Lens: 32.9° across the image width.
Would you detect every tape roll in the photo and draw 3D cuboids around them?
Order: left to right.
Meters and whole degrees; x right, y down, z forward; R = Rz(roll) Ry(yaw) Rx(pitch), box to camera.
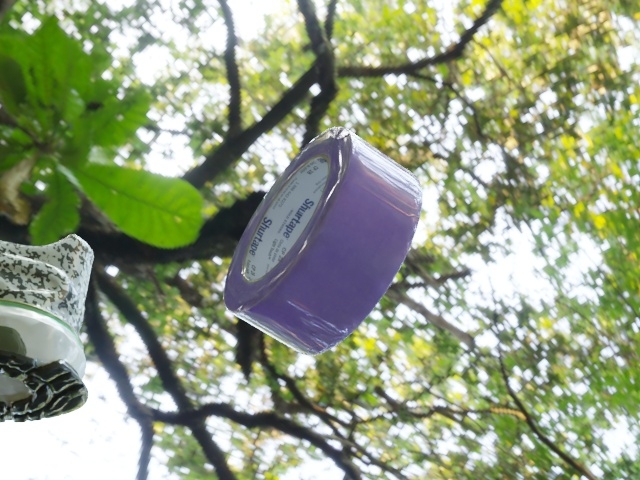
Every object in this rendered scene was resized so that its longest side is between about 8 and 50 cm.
[{"bbox_3d":[0.000,0.000,0.947,0.189,0.080,0.189,-48,-158,27],"label":"tape roll"}]

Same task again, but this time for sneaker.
[{"bbox_3d":[-0.384,0.037,0.958,0.410,0.158,0.182,12,-128,1],"label":"sneaker"}]
